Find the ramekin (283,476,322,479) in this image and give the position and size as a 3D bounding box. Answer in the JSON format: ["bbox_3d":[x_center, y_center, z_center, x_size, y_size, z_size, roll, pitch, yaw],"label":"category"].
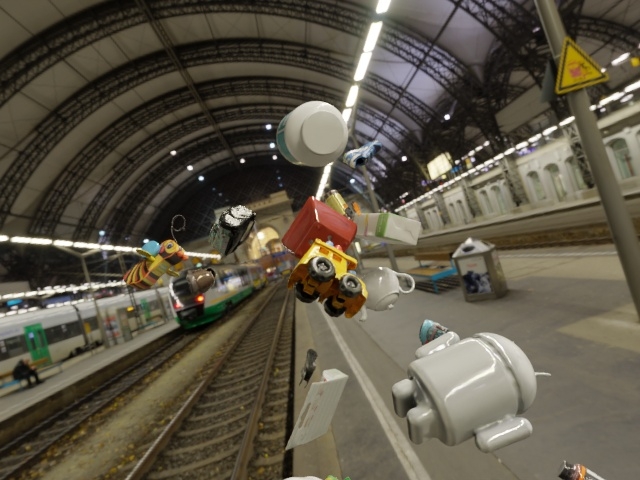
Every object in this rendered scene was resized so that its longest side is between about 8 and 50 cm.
[{"bbox_3d":[-0.081,0.935,1.360,0.273,0.272,0.127,-18,-46,35],"label":"ramekin"}]

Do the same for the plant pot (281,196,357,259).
[{"bbox_3d":[0.000,0.000,1.792,0.267,0.268,0.235,-56,11,12],"label":"plant pot"}]

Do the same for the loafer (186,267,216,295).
[{"bbox_3d":[-0.567,0.198,1.968,0.130,0.133,0.366,-18,7,-15],"label":"loafer"}]

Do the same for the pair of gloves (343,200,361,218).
[{"bbox_3d":[0.141,-0.136,1.791,0.083,0.074,0.010,-24,-4,-35],"label":"pair of gloves"}]

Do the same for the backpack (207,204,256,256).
[{"bbox_3d":[-0.330,-0.034,1.470,0.152,0.115,0.182,-41,-12,-50],"label":"backpack"}]

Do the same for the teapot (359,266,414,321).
[{"bbox_3d":[0.312,0.269,2.057,0.253,0.187,0.255,-2,-45,-43],"label":"teapot"}]

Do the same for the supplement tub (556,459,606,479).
[{"bbox_3d":[1.032,0.944,1.566,0.198,0.105,0.106,26,20,26],"label":"supplement tub"}]

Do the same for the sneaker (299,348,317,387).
[{"bbox_3d":[-0.054,0.541,1.725,0.089,0.051,0.170,-61,9,16],"label":"sneaker"}]

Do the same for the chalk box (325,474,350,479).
[{"bbox_3d":[0.071,1.259,1.983,0.213,0.132,0.132,-36,11,-31],"label":"chalk box"}]

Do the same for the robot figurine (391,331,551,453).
[{"bbox_3d":[0.348,0.344,0.960,0.354,0.199,0.299,-20,41,-8],"label":"robot figurine"}]

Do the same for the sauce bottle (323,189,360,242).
[{"bbox_3d":[0.135,-0.141,2.403,0.112,0.344,0.111,-23,-24,-11],"label":"sauce bottle"}]

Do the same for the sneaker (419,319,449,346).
[{"bbox_3d":[0.474,0.423,1.578,0.125,0.261,0.104,5,46,41],"label":"sneaker"}]

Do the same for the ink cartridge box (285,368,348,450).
[{"bbox_3d":[-0.032,0.758,1.852,0.091,0.307,0.385,21,-2,31],"label":"ink cartridge box"}]

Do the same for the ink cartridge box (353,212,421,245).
[{"bbox_3d":[0.295,-0.058,2.014,0.207,0.119,0.354,14,-4,-29],"label":"ink cartridge box"}]

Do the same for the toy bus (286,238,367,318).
[{"bbox_3d":[0.040,0.096,1.212,0.149,0.221,0.211,-60,2,43],"label":"toy bus"}]

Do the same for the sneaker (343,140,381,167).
[{"bbox_3d":[0.148,-0.280,1.340,0.144,0.059,0.053,-29,-37,-13],"label":"sneaker"}]

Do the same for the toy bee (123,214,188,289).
[{"bbox_3d":[-0.558,0.055,1.434,0.162,0.297,0.195,23,2,35],"label":"toy bee"}]

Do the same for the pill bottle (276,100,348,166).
[{"bbox_3d":[-0.022,-0.251,0.973,0.147,0.146,0.264,-17,15,-9],"label":"pill bottle"}]
